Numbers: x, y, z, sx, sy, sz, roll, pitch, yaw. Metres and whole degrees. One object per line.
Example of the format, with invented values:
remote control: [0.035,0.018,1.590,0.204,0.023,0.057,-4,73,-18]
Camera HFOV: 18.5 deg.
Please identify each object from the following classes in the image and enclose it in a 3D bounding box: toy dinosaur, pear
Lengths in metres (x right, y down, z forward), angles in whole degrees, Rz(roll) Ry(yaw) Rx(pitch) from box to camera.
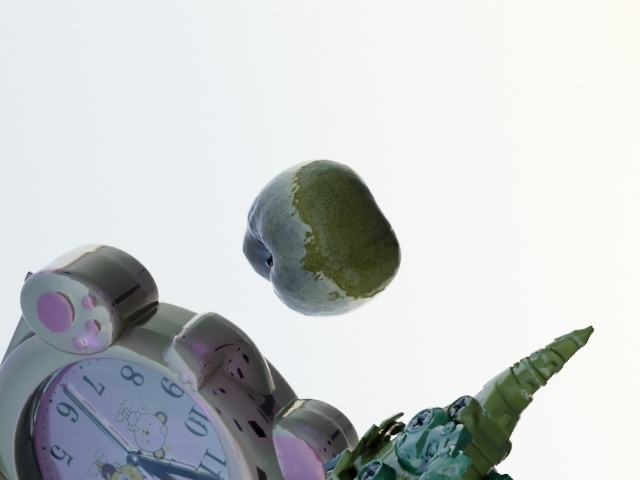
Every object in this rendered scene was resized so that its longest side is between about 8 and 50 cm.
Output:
toy dinosaur: [0.090,0.151,1.359,0.094,0.259,0.153,49,-167,-22]
pear: [0.000,0.000,2.006,0.167,0.136,0.167,163,90,-71]

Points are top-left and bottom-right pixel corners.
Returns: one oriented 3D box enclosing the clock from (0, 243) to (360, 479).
clock: [-0.142,0.181,1.658,0.309,0.284,0.114,30,-157,10]
